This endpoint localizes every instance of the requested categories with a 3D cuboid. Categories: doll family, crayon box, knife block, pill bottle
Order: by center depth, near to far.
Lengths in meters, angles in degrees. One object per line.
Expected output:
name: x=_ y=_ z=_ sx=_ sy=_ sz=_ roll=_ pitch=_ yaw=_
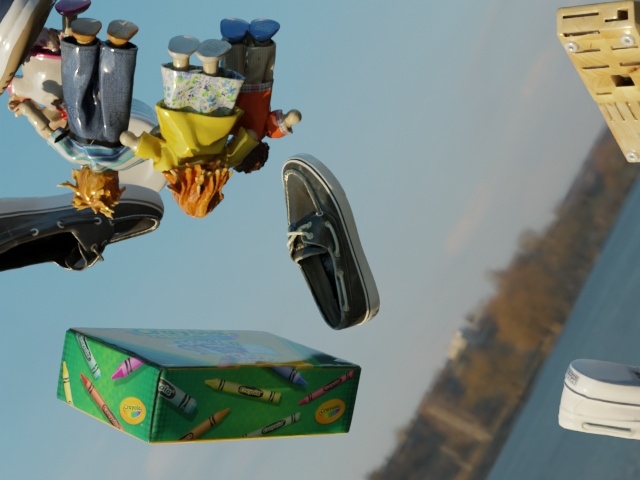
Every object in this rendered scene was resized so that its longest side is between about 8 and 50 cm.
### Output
doll family: x=-0.152 y=-0.097 z=1.187 sx=0.118 sy=0.263 sz=0.163 roll=-72 pitch=-11 yaw=-56
knife block: x=0.372 y=-0.212 z=1.509 sx=0.275 sy=0.088 sz=0.242 roll=52 pitch=-126 yaw=-35
crayon box: x=-0.114 y=0.150 z=1.528 sx=0.278 sy=0.165 sz=0.081 roll=4 pitch=-82 yaw=-44
pill bottle: x=-0.236 y=-0.115 z=1.731 sx=0.108 sy=0.108 sz=0.180 roll=-64 pitch=17 yaw=11

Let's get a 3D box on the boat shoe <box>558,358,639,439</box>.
boat shoe: x=0.396 y=0.199 z=1.652 sx=0.095 sy=0.258 sz=0.084 roll=-91 pitch=13 yaw=-73

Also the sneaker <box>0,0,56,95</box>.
sneaker: x=-0.310 y=-0.178 z=1.134 sx=0.099 sy=0.153 sz=0.282 roll=-62 pitch=20 yaw=-16

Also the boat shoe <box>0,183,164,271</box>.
boat shoe: x=-0.249 y=-0.003 z=1.427 sx=0.229 sy=0.076 sz=0.080 roll=-4 pitch=-29 yaw=-40

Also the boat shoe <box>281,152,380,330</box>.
boat shoe: x=0.000 y=0.000 z=1.716 sx=0.070 sy=0.219 sz=0.078 roll=-17 pitch=-10 yaw=-44
